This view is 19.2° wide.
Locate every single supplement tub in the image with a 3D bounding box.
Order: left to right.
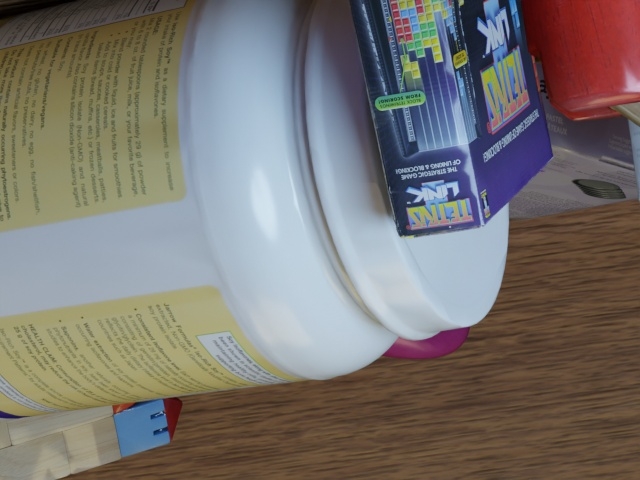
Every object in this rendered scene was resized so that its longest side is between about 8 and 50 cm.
[{"bbox_3d":[-0.082,-0.029,1.086,0.331,0.241,0.241,-9,176,24],"label":"supplement tub"}]

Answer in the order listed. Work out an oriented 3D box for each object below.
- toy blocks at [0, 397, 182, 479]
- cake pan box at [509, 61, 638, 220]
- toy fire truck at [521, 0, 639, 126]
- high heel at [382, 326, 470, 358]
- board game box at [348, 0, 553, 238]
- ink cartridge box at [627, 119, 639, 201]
[{"bbox_3d":[-0.225,0.057,1.681,0.260,0.381,0.191,-16,-153,-18],"label":"toy blocks"},{"bbox_3d":[0.123,-0.084,1.495,0.266,0.070,0.245,14,166,-26],"label":"cake pan box"},{"bbox_3d":[0.134,-0.082,0.643,0.158,0.246,0.217,-9,176,26],"label":"toy fire truck"},{"bbox_3d":[0.000,0.000,1.475,0.377,0.127,0.181,29,171,-25],"label":"high heel"},{"bbox_3d":[0.069,-0.089,0.958,0.048,0.141,0.170,-10,-169,21],"label":"board game box"},{"bbox_3d":[0.278,-0.082,1.166,0.223,0.224,0.045,-4,175,-36],"label":"ink cartridge box"}]
